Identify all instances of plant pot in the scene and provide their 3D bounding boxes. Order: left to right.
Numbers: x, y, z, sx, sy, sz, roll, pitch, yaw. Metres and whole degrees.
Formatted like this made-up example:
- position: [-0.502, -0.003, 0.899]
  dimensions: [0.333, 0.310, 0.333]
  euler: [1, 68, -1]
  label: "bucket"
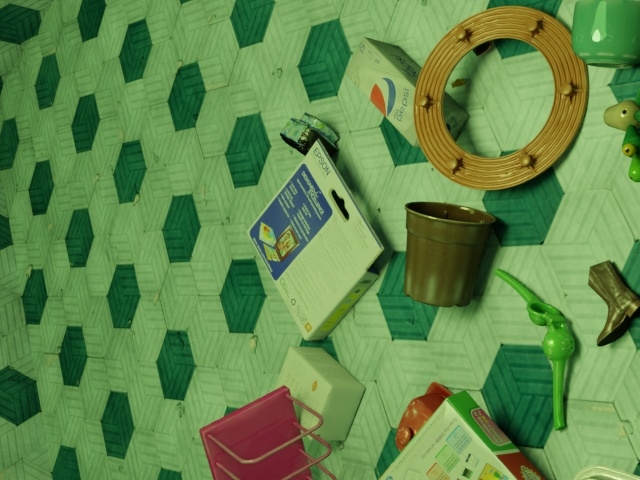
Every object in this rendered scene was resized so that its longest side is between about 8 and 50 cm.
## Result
- position: [0.224, 0.027, 2.108]
  dimensions: [0.167, 0.167, 0.165]
  euler: [24, 111, 52]
  label: "plant pot"

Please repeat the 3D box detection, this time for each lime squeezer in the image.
- position: [0.381, 0.156, 1.971]
  dimensions: [0.110, 0.059, 0.310]
  euler: [100, 155, -59]
  label: "lime squeezer"

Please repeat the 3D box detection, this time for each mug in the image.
- position: [0.476, -0.327, 1.851]
  dimensions: [0.158, 0.129, 0.097]
  euler: [11, 96, 52]
  label: "mug"

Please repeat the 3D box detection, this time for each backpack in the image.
- position: [-0.023, -0.225, 2.511]
  dimensions: [0.084, 0.105, 0.114]
  euler: [-56, 39, -3]
  label: "backpack"

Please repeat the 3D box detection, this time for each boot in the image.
- position: [0.457, 0.100, 1.878]
  dimensions: [0.106, 0.037, 0.114]
  euler: [-48, 51, 19]
  label: "boot"

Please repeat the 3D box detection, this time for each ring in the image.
- position: [0.308, -0.255, 2.054]
  dimensions: [0.337, 0.032, 0.336]
  euler: [-6, 79, 33]
  label: "ring"

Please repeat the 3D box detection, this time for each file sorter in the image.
- position: [-0.076, 0.477, 2.272]
  dimensions: [0.182, 0.202, 0.290]
  euler: [23, 132, 54]
  label: "file sorter"

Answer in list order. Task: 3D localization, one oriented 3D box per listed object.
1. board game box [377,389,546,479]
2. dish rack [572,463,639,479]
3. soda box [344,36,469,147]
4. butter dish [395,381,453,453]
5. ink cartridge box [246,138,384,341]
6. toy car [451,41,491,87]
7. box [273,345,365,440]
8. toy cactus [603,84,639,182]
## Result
- position: [0.267, 0.451, 1.962]
  dimensions: [0.316, 0.064, 0.242]
  euler: [49, 123, 22]
  label: "board game box"
- position: [0.463, 0.525, 1.720]
  dimensions: [0.286, 0.072, 0.332]
  euler: [14, 96, 37]
  label: "dish rack"
- position: [0.165, -0.288, 2.278]
  dimensions: [0.286, 0.098, 0.091]
  euler: [53, 125, 42]
  label: "soda box"
- position: [0.191, 0.356, 2.115]
  dimensions: [0.160, 0.118, 0.159]
  euler: [40, 115, 48]
  label: "butter dish"
- position: [0.000, 0.000, 2.440]
  dimensions: [0.307, 0.072, 0.303]
  euler: [-49, 56, 33]
  label: "ink cartridge box"
- position: [0.279, -0.348, 2.184]
  dimensions: [0.060, 0.040, 0.122]
  euler: [50, 122, 19]
  label: "toy car"
- position: [-0.007, 0.315, 2.401]
  dimensions: [0.170, 0.091, 0.130]
  euler: [39, 115, 48]
  label: "box"
- position: [0.515, -0.198, 1.825]
  dimensions: [0.180, 0.112, 0.219]
  euler: [-164, 80, -71]
  label: "toy cactus"
